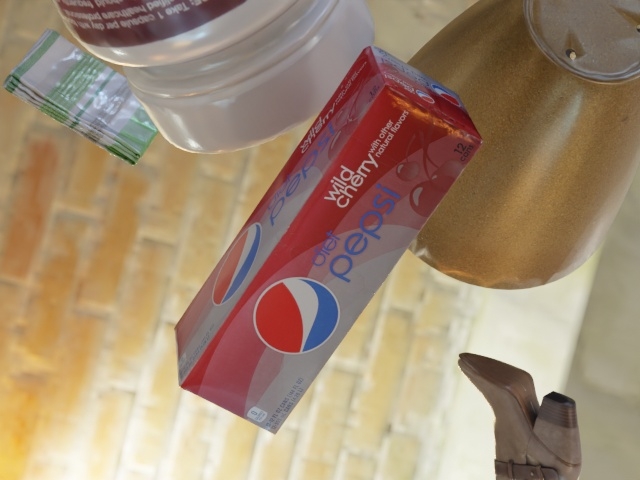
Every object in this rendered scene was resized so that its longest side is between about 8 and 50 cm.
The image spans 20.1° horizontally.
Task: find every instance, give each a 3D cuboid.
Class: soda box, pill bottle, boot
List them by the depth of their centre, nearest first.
[{"bbox_3d":[0.000,0.000,1.251,0.263,0.083,0.092,-56,-161,17],"label":"soda box"},{"bbox_3d":[-0.122,-0.266,1.275,0.224,0.392,0.224,-19,-143,15],"label":"pill bottle"},{"bbox_3d":[0.140,0.141,1.315,0.118,0.042,0.087,27,-64,41],"label":"boot"}]

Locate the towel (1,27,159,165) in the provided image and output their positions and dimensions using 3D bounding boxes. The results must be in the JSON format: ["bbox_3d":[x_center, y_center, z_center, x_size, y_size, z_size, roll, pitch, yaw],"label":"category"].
[{"bbox_3d":[-0.223,-0.144,1.765,0.023,0.152,0.113,-57,-176,39],"label":"towel"}]

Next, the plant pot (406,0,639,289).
[{"bbox_3d":[0.181,-0.119,1.490,0.254,0.237,0.237,119,-21,-60],"label":"plant pot"}]
